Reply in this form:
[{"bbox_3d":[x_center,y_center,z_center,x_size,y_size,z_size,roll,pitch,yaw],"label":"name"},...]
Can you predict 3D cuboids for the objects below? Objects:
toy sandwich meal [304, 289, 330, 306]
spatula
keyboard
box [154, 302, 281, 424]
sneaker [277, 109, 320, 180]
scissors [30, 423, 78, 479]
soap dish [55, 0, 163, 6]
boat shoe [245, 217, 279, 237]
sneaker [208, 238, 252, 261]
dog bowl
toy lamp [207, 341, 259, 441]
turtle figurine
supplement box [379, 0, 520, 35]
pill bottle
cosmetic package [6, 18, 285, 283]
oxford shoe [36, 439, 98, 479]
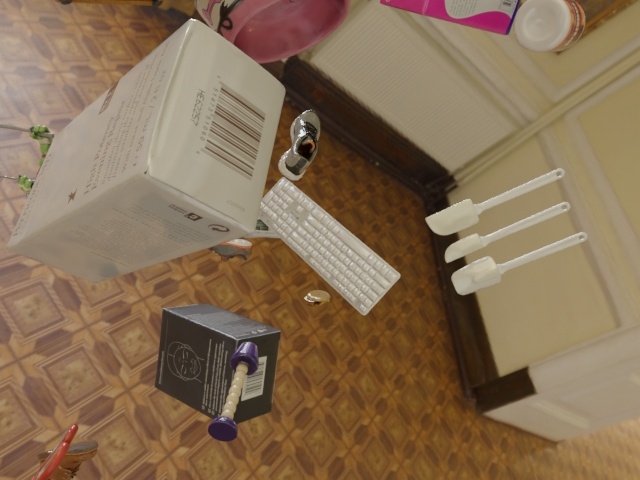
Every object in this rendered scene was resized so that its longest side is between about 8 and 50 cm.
[{"bbox_3d":[-0.009,0.188,1.819,0.085,0.086,0.029,-28,125,-56],"label":"toy sandwich meal"},{"bbox_3d":[0.326,-0.014,0.980,0.019,0.242,0.168,-67,133,-76],"label":"spatula"},{"bbox_3d":[0.000,0.000,0.791,0.256,0.072,0.014,42,4,32],"label":"keyboard"},{"bbox_3d":[-0.358,0.410,1.933,0.212,0.396,0.293,-1,102,-52],"label":"box"},{"bbox_3d":[-0.041,-0.301,1.715,0.100,0.108,0.271,31,51,-23],"label":"sneaker"},{"bbox_3d":[-0.542,0.458,1.066,0.021,0.297,0.109,35,21,-18],"label":"scissors"},{"bbox_3d":[-0.409,-0.574,1.145,0.291,0.229,0.118,-20,95,-43],"label":"soap dish"},{"bbox_3d":[-0.187,-0.051,2.098,0.226,0.076,0.083,-12,73,-18],"label":"boat shoe"},{"bbox_3d":[-0.264,0.024,1.493,0.158,0.064,0.061,8,8,-4],"label":"sneaker"},{"bbox_3d":[-0.103,-0.605,1.440,0.408,0.408,0.150,-17,84,-55],"label":"dog bowl"},{"bbox_3d":[-0.205,0.361,1.392,0.080,0.080,0.274,41,29,-20],"label":"toy lamp"},{"bbox_3d":[-0.682,-0.213,1.383,0.274,0.266,0.198,55,14,-20],"label":"turtle figurine"},{"bbox_3d":[0.224,-0.421,0.932,0.220,0.111,0.114,-5,30,-38],"label":"supplement box"},{"bbox_3d":[0.378,-0.352,0.916,0.152,0.086,0.086,-26,83,-50],"label":"pill bottle"},{"bbox_3d":[-0.136,-0.048,0.411,0.085,0.231,0.117,30,58,-38],"label":"cosmetic package"},{"bbox_3d":[-0.536,0.477,1.210,0.076,0.212,0.076,-2,71,-49],"label":"oxford shoe"}]
